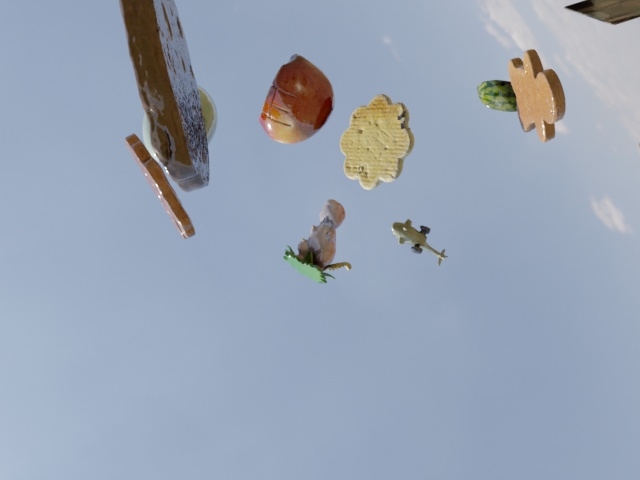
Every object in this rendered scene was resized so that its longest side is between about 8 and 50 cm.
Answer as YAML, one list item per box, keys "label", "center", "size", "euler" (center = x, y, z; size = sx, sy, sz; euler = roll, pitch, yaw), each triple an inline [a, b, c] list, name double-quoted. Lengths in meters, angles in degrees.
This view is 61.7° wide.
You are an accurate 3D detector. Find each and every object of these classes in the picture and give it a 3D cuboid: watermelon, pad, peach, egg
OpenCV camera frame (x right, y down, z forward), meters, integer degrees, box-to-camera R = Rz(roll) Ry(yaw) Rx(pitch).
- label: "watermelon"
  center: [0.499, -0.398, 1.435]
  size: [0.163, 0.069, 0.087]
  euler: [13, -128, 16]
- label: "pad"
  center: [0.567, -0.420, 0.917]
  size: [0.158, 0.235, 0.003]
  euler: [-105, -2, -56]
- label: "peach"
  center: [-0.072, -0.456, 1.725]
  size: [0.245, 0.275, 0.249]
  euler: [1, -128, -17]
- label: "egg"
  center: [-0.461, -0.383, 1.761]
  size: [0.230, 0.230, 0.371]
  euler: [36, -147, -23]

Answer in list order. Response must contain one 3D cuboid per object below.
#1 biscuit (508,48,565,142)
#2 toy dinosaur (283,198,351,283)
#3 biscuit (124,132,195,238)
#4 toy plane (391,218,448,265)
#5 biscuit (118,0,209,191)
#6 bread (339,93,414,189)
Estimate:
- label: "biscuit"
  center: [0.396, -0.262, 0.968]
  size: [0.250, 0.036, 0.165]
  euler: [-65, -41, -75]
- label: "toy dinosaur"
  center: [-0.005, -0.002, 1.351]
  size: [0.177, 0.152, 0.194]
  euler: [-54, -33, -21]
- label: "biscuit"
  center: [-0.452, -0.153, 1.532]
  size: [0.047, 0.202, 0.334]
  euler: [-33, -85, -17]
- label: "toy plane"
  center: [0.329, 0.008, 1.768]
  size: [0.286, 0.108, 0.092]
  euler: [26, -101, -31]
- label: "biscuit"
  center: [-0.256, -0.275, 0.893]
  size: [0.359, 0.074, 0.381]
  euler: [-108, 4, -49]
- label: "bread"
  center: [0.187, -0.322, 1.777]
  size: [0.054, 0.316, 0.316]
  euler: [2, -119, -45]
